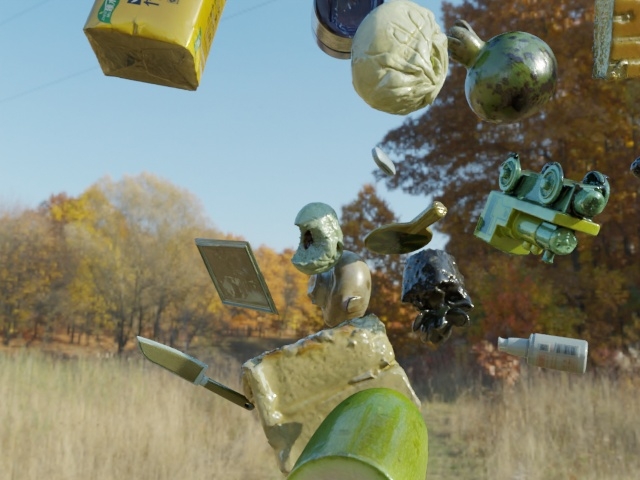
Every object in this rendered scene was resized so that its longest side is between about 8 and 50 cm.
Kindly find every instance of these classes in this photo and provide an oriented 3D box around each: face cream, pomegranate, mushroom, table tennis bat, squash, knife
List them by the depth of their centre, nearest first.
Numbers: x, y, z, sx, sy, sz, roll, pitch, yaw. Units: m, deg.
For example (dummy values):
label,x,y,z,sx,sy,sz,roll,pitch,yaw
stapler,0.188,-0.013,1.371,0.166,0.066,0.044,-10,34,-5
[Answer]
label,x,y,z,sx,sy,sz,roll,pitch,yaw
squash,0.084,0.412,1.228,0.234,0.210,0.309,3,11,17
knife,-0.299,0.322,1.577,0.343,0.061,0.027,31,14,-16
pomegranate,0.459,-0.447,1.652,0.242,0.306,0.242,-33,-8,-5
table tennis bat,0.254,-0.028,1.875,0.198,0.050,0.321,10,-27,-26
face cream,0.658,0.329,1.929,0.252,0.101,0.101,6,-7,21
mushroom,0.061,0.147,1.967,0.184,0.254,0.255,17,-12,-12
face cream,0.092,-0.776,2.228,0.249,0.249,0.225,2,-2,-4

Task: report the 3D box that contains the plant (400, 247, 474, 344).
label,x,y,z,sx,sy,sz,roll,pitch,yaw
plant,0.357,0.176,2.037,0.188,0.276,0.199,22,-40,-40

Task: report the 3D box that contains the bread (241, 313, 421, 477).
label,x,y,z,sx,sy,sz,roll,pitch,yaw
bread,0.012,0.362,1.588,0.371,0.279,0.390,-22,-7,-6

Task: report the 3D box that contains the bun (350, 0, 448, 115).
label,x,y,z,sx,sy,sz,roll,pitch,yaw
bun,0.168,-0.353,1.270,0.145,0.229,0.229,16,2,36

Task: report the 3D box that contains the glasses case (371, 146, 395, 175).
label,x,y,z,sx,sy,sz,roll,pitch,yaw
glasses case,0.245,-0.305,2.507,0.045,0.067,0.178,-23,-27,21

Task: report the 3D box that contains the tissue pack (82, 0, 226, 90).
label,x,y,z,sx,sy,sz,roll,pitch,yaw
tissue pack,-0.431,-0.636,1.760,0.293,0.381,0.228,12,-21,2

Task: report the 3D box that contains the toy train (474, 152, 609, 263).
label,x,y,z,sx,sy,sz,roll,pitch,yaw
toy train,0.497,-0.063,1.464,0.150,0.237,0.369,16,9,-11

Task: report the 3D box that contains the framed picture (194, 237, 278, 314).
label,x,y,z,sx,sy,sz,roll,pitch,yaw
framed picture,-0.249,0.102,1.842,0.019,0.232,0.296,-33,21,-33

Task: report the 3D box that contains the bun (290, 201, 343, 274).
label,x,y,z,sx,sy,sz,roll,pitch,yaw
bun,0.000,0.000,1.848,0.127,0.204,0.212,11,-45,24

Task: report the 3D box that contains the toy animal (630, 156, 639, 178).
label,x,y,z,sx,sy,sz,roll,pitch,yaw
toy animal,0.887,-0.075,1.514,0.343,0.106,0.168,36,-15,34

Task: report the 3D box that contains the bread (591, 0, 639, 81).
label,x,y,z,sx,sy,sz,roll,pitch,yaw
bread,0.807,-0.527,1.629,0.246,0.239,0.111,-5,13,-11
